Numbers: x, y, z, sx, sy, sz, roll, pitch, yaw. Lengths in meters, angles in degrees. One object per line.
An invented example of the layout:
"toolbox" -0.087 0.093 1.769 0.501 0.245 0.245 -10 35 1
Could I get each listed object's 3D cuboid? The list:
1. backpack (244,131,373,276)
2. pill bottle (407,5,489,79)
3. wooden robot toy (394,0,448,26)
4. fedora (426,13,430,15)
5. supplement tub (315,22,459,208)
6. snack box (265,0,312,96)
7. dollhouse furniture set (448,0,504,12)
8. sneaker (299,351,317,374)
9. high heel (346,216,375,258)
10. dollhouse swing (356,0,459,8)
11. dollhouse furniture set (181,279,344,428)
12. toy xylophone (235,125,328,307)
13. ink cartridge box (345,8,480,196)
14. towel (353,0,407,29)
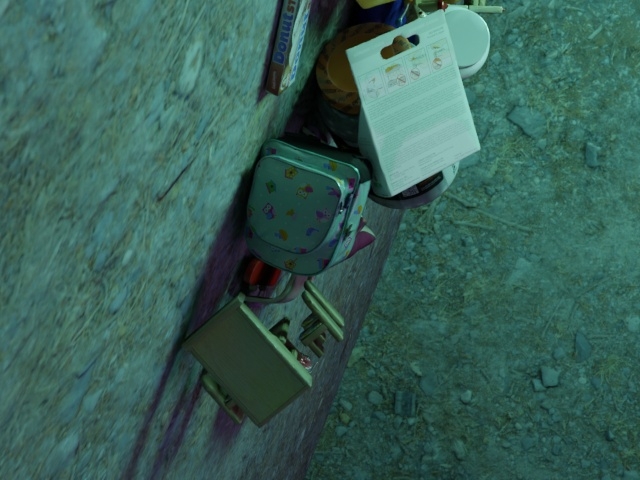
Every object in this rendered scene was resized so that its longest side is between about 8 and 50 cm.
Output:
"backpack" -0.025 -0.043 1.429 0.144 0.166 0.188 -43 150 -62
"pill bottle" 0.211 -0.323 1.658 0.221 0.124 0.124 -133 -116 -85
"wooden robot toy" 0.158 -0.396 1.564 0.173 0.076 0.079 -60 138 -58
"fedora" 0.230 -0.391 2.163 0.244 0.124 0.275 96 10 -65
"supplement tub" 0.110 -0.200 1.619 0.194 0.193 0.316 -65 154 -17
"snack box" -0.036 -0.279 1.283 0.064 0.022 0.178 -56 164 -55
"dollhouse furniture set" 0.247 -0.478 1.797 0.184 0.129 0.129 -127 -141 -75
"sneaker" -0.082 0.261 1.911 0.299 0.121 0.112 48 66 -79
"high heel" 0.030 0.008 1.665 0.117 0.082 0.244 -47 180 0
"dollhouse swing" 0.152 -0.526 1.336 0.347 0.305 0.315 118 -43 -54
"dollhouse furniture set" -0.097 0.152 1.486 0.212 0.161 0.242 -40 -174 7
"toy xylophone" -0.036 -0.022 1.658 0.236 0.081 0.323 60 53 -78
"ink cartridge box" 0.128 -0.200 1.453 0.181 0.056 0.225 -28 109 -23
"towel" 0.114 -0.422 1.663 0.228 0.076 0.308 -51 161 -39
